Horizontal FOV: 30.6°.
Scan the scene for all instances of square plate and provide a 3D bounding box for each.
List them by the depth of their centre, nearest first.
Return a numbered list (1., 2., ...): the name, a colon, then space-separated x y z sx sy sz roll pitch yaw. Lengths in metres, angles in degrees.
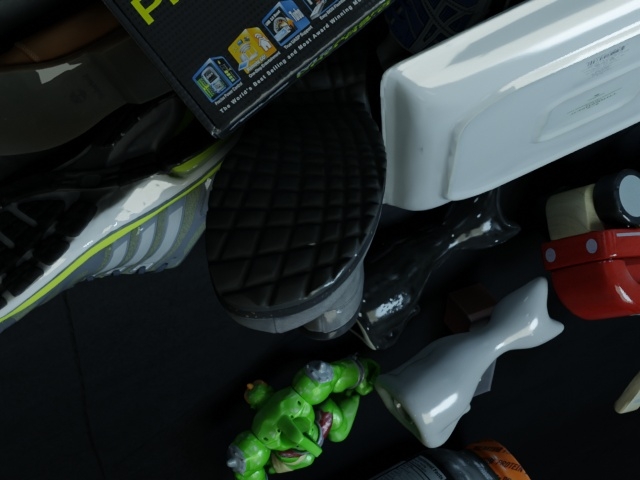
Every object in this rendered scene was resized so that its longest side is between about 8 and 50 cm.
1. square plate: 0.214 -0.132 0.973 0.347 0.049 0.344 -25 167 -3

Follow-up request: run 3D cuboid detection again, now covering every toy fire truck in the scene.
1. toy fire truck: 0.335 0.060 1.241 0.217 0.246 0.158 -2 172 -35

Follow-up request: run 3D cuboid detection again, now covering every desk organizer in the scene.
1. desk organizer: 0.165 0.114 1.301 0.047 0.050 0.130 -17 134 -22

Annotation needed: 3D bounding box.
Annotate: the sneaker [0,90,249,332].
1. sneaker: -0.169 -0.004 0.919 0.300 0.111 0.121 -34 142 -3

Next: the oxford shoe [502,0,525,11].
1. oxford shoe: 0.290 -0.266 0.923 0.348 0.123 0.130 -44 169 27

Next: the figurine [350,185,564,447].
1. figurine: 0.135 0.068 1.175 0.209 0.092 0.215 -35 115 -13

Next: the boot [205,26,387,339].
1. boot: 0.000 0.000 0.890 0.118 0.338 0.222 4 130 9

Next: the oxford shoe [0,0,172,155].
1. oxford shoe: -0.188 -0.121 0.834 0.212 0.076 0.076 -19 139 2

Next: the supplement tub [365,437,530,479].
1. supplement tub: 0.090 0.378 1.364 0.338 0.207 0.207 -24 137 -15

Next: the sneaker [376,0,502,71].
1. sneaker: 0.091 -0.195 0.926 0.081 0.080 0.211 -19 153 -9

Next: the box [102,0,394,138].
1. box: -0.031 -0.230 0.749 0.270 0.216 0.060 -38 -177 0

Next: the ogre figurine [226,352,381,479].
1. ogre figurine: -0.024 0.188 1.201 0.197 0.097 0.118 -30 151 7
